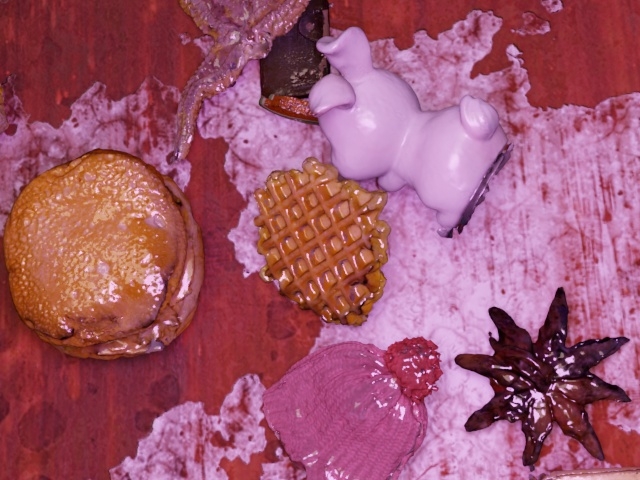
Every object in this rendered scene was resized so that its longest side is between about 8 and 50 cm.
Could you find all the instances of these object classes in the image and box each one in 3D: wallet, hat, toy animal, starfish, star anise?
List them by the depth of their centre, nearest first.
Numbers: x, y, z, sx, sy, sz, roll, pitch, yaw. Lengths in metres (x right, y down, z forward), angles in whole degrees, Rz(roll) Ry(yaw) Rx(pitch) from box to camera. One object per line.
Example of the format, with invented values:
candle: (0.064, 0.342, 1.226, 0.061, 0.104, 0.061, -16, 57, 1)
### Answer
star anise: (0.319, 0.191, 1.399, 0.271, 0.102, 0.272, -1, 78, 5)
hat: (0.064, 0.238, 1.419, 0.286, 0.107, 0.237, -45, 74, 21)
toy animal: (0.113, -0.156, 1.429, 0.310, 0.247, 0.183, 33, 76, 7)
starfish: (-0.148, -0.382, 1.580, 0.398, 0.132, 0.384, -38, 65, 30)
wallet: (-0.045, -0.339, 1.617, 0.121, 0.031, 0.232, -6, 74, 10)

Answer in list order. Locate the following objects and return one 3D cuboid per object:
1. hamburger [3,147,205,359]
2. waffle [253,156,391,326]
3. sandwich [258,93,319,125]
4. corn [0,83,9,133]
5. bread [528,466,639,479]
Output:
hamburger: (-0.319, 0.030, 1.497, 0.289, 0.170, 0.314, -14, 76, 8)
waffle: (0.000, 0.000, 1.462, 0.237, 0.058, 0.243, 18, 113, 34)
sandwich: (-0.029, -0.206, 1.563, 0.135, 0.067, 0.029, 14, 82, 6)
corn: (-0.628, -0.313, 1.651, 0.130, 0.130, 0.347, -36, 77, -1)
bread: (0.406, 0.375, 1.339, 0.241, 0.107, 0.136, -5, 73, 7)
